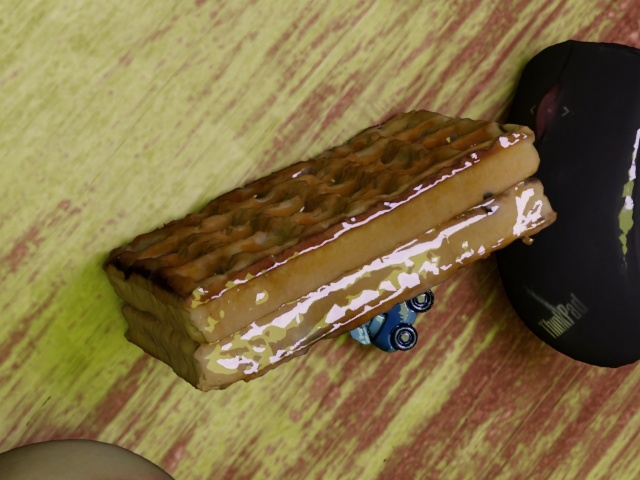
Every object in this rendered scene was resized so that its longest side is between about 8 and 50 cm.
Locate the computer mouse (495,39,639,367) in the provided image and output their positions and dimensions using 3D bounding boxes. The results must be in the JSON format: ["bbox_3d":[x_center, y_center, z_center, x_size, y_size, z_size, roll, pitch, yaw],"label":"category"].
[{"bbox_3d":[0.208,-0.030,1.497,0.100,0.170,0.269,1,93,-37],"label":"computer mouse"}]

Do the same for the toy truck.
[{"bbox_3d":[0.043,0.049,1.507,0.090,0.056,0.073,24,93,-10],"label":"toy truck"}]

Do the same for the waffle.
[{"bbox_3d":[0.000,0.001,1.394,0.308,0.213,0.091,-26,107,-18],"label":"waffle"}]

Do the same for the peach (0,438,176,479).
[{"bbox_3d":[-0.202,0.295,1.327,0.292,0.247,0.292,-13,109,-43],"label":"peach"}]
